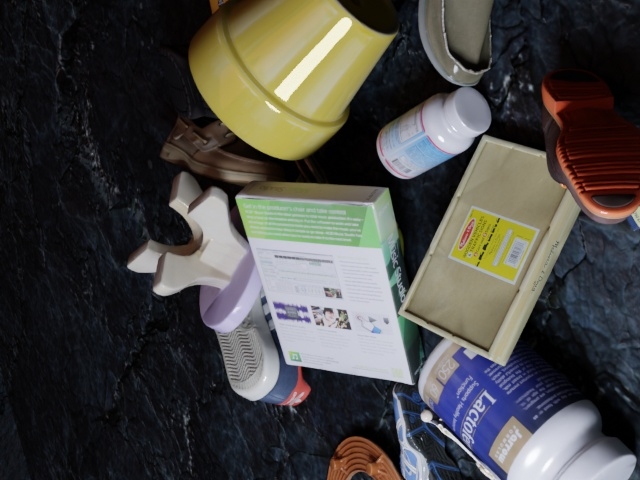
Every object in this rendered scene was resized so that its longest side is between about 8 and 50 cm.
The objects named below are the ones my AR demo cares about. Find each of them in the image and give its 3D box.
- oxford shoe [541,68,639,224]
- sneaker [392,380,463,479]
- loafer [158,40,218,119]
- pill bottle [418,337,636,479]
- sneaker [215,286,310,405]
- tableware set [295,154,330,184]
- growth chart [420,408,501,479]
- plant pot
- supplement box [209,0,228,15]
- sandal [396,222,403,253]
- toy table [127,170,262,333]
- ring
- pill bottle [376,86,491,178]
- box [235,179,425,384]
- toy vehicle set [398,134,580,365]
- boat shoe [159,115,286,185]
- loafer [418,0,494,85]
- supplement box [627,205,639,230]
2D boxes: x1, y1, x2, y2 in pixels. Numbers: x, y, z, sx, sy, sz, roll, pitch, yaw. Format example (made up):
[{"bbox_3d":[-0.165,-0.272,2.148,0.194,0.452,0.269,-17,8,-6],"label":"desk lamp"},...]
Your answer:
[{"bbox_3d":[0.305,-0.090,1.111,0.271,0.097,0.098,-85,-6,-52],"label":"oxford shoe"},{"bbox_3d":[0.146,0.316,1.499,0.081,0.080,0.211,-24,80,50],"label":"sneaker"},{"bbox_3d":[-0.181,-0.284,1.728,0.366,0.130,0.134,32,139,59],"label":"loafer"},{"bbox_3d":[0.263,0.231,1.268,0.265,0.153,0.153,43,131,36],"label":"pill bottle"},{"bbox_3d":[-0.103,0.149,1.751,0.131,0.148,0.350,-39,43,26],"label":"sneaker"},{"bbox_3d":[-0.049,-0.157,1.585,0.039,0.128,0.194,-30,70,7],"label":"tableware set"},{"bbox_3d":[0.227,0.311,1.352,0.021,0.172,0.237,-47,64,2],"label":"growth chart"},{"bbox_3d":[-0.024,-0.285,1.437,0.239,0.254,0.254,-39,68,34],"label":"plant pot"},{"bbox_3d":[-0.152,-0.478,1.666,0.078,0.080,0.233,-8,96,55],"label":"supplement box"},{"bbox_3d":[0.000,0.000,1.556,0.317,0.138,0.126,16,110,47],"label":"sandal"},{"bbox_3d":[-0.196,0.011,1.682,0.252,0.161,0.274,-43,32,27],"label":"toy table"},{"bbox_3d":[0.074,0.490,1.613,0.336,0.032,0.336,177,90,-65],"label":"ring"},{"bbox_3d":[0.156,-0.149,1.354,0.160,0.087,0.087,-26,79,51],"label":"pill bottle"},{"bbox_3d":[0.019,0.063,1.473,0.232,0.058,0.322,5,127,30],"label":"box"},{"bbox_3d":[0.221,0.007,1.254,0.166,0.035,0.267,26,90,47],"label":"toy vehicle set"},{"bbox_3d":[-0.174,-0.164,1.743,0.341,0.122,0.110,22,96,47],"label":"boat shoe"},{"bbox_3d":[0.181,-0.326,1.267,0.087,0.094,0.251,-3,97,56],"label":"loafer"},{"bbox_3d":[0.385,-0.060,1.088,0.083,0.083,0.056,-46,63,48],"label":"supplement box"}]
